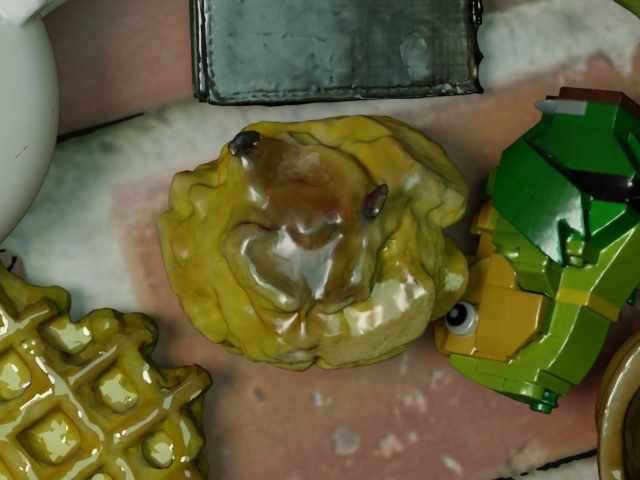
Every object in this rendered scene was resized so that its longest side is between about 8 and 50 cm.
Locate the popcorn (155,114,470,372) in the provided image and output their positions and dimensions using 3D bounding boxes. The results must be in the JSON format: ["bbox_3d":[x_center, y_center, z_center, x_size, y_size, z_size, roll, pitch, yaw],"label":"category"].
[{"bbox_3d":[0.000,0.000,1.053,0.167,0.152,0.148,-22,67,-7],"label":"popcorn"}]

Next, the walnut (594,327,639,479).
[{"bbox_3d":[0.222,0.119,1.114,0.167,0.087,0.211,-8,99,-15],"label":"walnut"}]

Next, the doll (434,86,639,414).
[{"bbox_3d":[0.139,0.005,1.081,0.186,0.106,0.134,-52,55,9],"label":"doll"}]

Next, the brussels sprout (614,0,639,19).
[{"bbox_3d":[0.256,-0.222,1.048,0.294,0.227,0.259,2,77,-2],"label":"brussels sprout"}]

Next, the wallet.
[{"bbox_3d":[0.004,-0.234,1.090,0.169,0.044,0.317,-4,94,-14],"label":"wallet"}]

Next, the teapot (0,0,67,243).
[{"bbox_3d":[-0.226,-0.076,1.009,0.298,0.139,0.204,-29,94,-6],"label":"teapot"}]

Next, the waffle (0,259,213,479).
[{"bbox_3d":[-0.184,0.143,1.063,0.291,0.051,0.291,0,91,-7],"label":"waffle"}]
